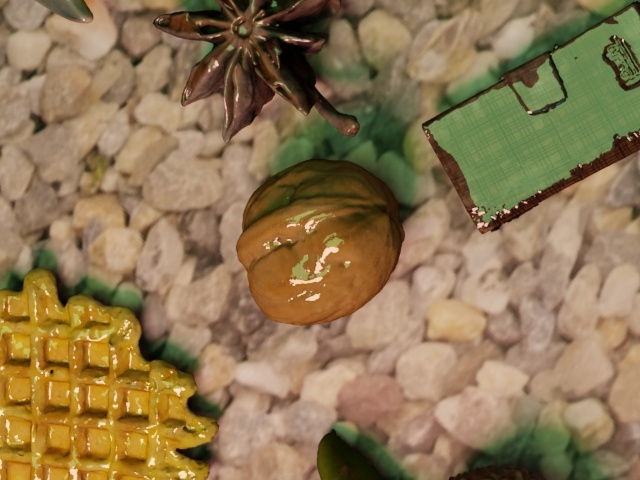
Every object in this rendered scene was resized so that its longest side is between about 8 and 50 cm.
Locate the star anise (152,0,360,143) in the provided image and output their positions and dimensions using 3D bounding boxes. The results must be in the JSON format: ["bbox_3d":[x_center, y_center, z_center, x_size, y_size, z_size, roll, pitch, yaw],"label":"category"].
[{"bbox_3d":[-0.048,-0.185,1.570,0.209,0.089,0.231,-23,85,30],"label":"star anise"}]

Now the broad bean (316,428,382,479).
[{"bbox_3d":[0.051,0.279,1.577,0.065,0.046,0.254,-15,53,-6],"label":"broad bean"}]

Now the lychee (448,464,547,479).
[{"bbox_3d":[0.172,0.286,1.535,0.197,0.165,0.165,-11,97,60],"label":"lychee"}]

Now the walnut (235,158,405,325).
[{"bbox_3d":[0.000,0.000,1.560,0.167,0.149,0.166,-15,66,38],"label":"walnut"}]

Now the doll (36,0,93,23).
[{"bbox_3d":[-0.308,-0.328,1.617,0.316,0.103,0.145,28,87,19],"label":"doll"}]

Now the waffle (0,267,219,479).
[{"bbox_3d":[-0.265,0.196,1.708,0.312,0.060,0.307,39,108,9],"label":"waffle"}]

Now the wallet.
[{"bbox_3d":[0.218,-0.110,1.526,0.230,0.042,0.124,-29,90,18],"label":"wallet"}]
